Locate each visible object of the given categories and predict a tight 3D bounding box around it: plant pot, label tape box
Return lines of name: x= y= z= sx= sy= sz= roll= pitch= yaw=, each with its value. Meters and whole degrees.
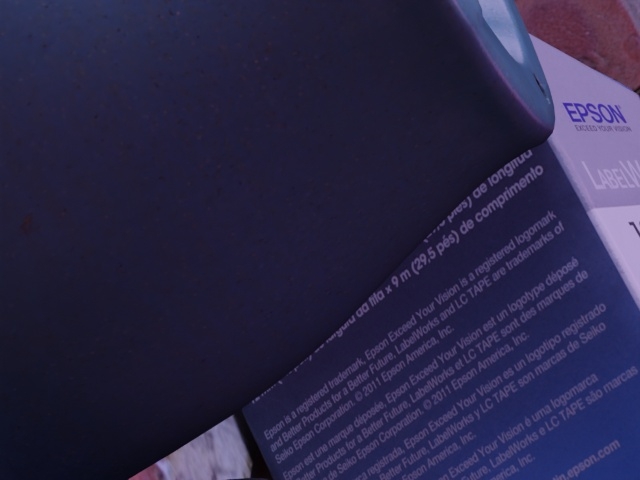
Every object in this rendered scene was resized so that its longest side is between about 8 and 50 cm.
plant pot: x=-0.068 y=-0.058 z=0.620 sx=0.272 sy=0.255 sz=0.272 roll=57 pitch=15 yaw=-24
label tape box: x=0.075 y=0.042 z=0.898 sx=0.115 sy=0.249 sz=0.348 roll=-1 pitch=59 yaw=-47

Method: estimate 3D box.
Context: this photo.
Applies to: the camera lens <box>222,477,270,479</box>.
camera lens: x=-0.022 y=0.203 z=0.370 sx=0.274 sy=0.219 sz=0.219 roll=66 pitch=14 yaw=15
